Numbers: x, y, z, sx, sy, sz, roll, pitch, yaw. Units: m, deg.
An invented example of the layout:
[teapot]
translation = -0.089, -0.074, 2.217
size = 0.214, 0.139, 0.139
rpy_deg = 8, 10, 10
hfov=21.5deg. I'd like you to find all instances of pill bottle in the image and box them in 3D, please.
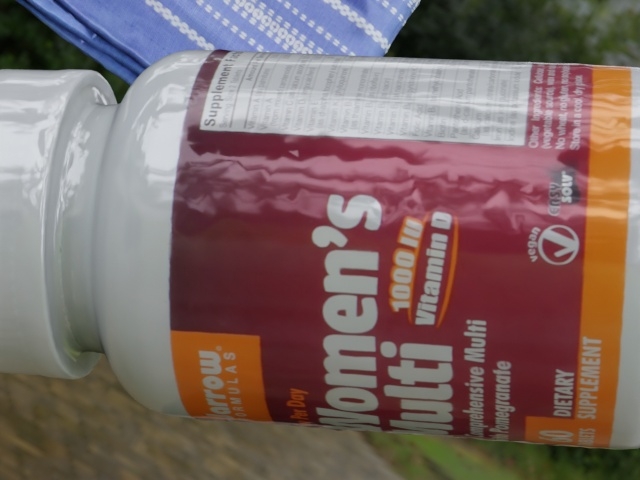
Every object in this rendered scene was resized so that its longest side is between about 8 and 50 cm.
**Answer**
[pill bottle]
translation = 0.000, 0.000, 0.542
size = 0.221, 0.121, 0.121
rpy_deg = 3, -2, 8

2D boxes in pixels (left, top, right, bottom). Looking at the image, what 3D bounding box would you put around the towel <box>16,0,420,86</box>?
[towel]
translation = -0.022, -0.224, 1.005
size = 0.243, 0.336, 0.040
rpy_deg = 37, -14, -20
